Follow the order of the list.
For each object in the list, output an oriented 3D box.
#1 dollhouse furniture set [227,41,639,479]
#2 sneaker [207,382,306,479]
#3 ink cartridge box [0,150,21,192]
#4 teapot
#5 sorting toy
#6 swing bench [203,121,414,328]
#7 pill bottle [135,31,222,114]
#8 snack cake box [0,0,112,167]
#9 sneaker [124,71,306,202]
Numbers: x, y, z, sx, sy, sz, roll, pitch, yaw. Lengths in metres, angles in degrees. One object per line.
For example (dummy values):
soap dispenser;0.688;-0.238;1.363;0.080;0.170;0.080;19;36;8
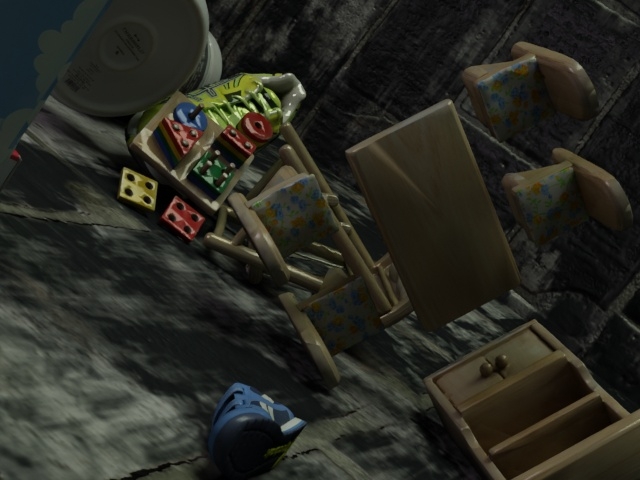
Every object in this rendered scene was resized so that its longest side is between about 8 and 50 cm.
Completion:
dollhouse furniture set;0.164;0.061;1.155;0.394;0.362;0.256;65;-6;-24
sneaker;-0.058;0.136;0.823;0.059;0.053;0.144;39;0;15
ink cartridge box;-0.342;-0.102;0.926;0.127;0.072;0.175;27;12;-46
teapot;-0.271;-0.293;1.436;0.252;0.256;0.187;-5;42;-28
sorting toy;-0.152;-0.114;1.398;0.132;0.046;0.274;41;40;-9
swing bench;0.000;0.000;1.451;0.254;0.165;0.253;40;7;-9
pill bottle;-0.295;-0.302;1.778;0.204;0.204;0.361;38;8;14
snack cake box;-0.226;-0.093;0.674;0.089;0.264;0.152;32;9;-27
sneaker;-0.142;-0.169;1.575;0.145;0.147;0.385;55;26;-8
